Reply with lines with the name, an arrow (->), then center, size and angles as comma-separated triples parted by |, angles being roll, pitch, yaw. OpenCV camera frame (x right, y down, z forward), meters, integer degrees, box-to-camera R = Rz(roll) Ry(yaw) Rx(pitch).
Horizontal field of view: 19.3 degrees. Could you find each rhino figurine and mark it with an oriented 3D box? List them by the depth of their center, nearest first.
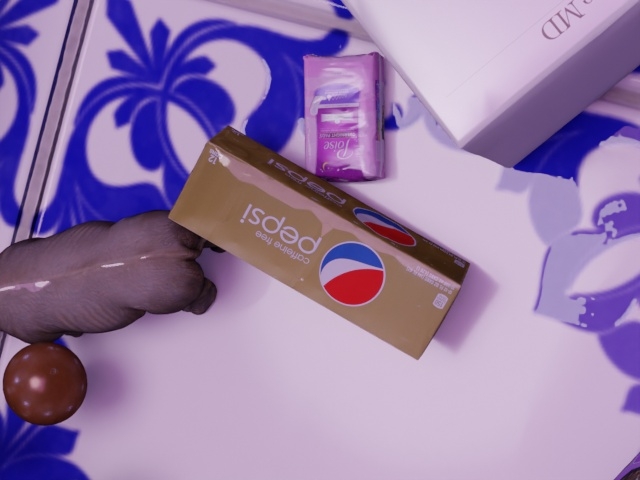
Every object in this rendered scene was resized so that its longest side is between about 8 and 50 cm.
rhino figurine -> -0.175, 0.031, 1.224 | 0.243, 0.106, 0.073 | -13, 85, 15

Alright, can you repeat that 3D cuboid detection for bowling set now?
bowling set -> -0.209, 0.173, 1.216 | 0.287, 0.154, 0.200 | 36, 67, -10

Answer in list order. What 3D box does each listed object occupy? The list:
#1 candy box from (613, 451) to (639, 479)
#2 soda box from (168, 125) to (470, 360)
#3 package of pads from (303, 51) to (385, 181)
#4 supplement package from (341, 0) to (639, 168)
candy box -> 0.190, 0.170, 1.049 | 0.196, 0.165, 0.070 | -44, 87, -13
soda box -> 0.000, 0.000, 1.176 | 0.181, 0.061, 0.058 | 29, 106, 2
package of pads -> 0.015, -0.079, 1.211 | 0.050, 0.032, 0.083 | -1, 89, 19
supplement package -> 0.076, -0.212, 1.110 | 0.177, 0.175, 0.293 | -40, 79, 11
